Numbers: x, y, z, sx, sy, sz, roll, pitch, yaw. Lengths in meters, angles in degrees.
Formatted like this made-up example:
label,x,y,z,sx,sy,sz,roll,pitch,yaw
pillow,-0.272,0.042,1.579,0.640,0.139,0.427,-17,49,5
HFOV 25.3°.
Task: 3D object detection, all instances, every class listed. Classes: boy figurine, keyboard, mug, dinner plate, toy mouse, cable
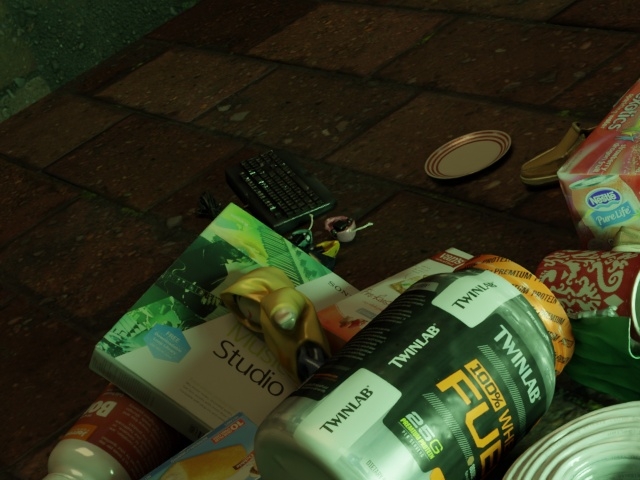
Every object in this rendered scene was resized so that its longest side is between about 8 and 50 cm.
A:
label,x,y,z,sx,sy,sz,roll,pitch,yaw
boy figurine,-0.034,0.127,1.726,0.092,0.177,0.285,-29,53,-9
keyboard,-0.107,-0.073,2.391,0.201,0.033,0.317,-29,25,-8
mug,0.351,0.069,1.674,0.169,0.150,0.113,6,75,53
dinner plate,0.231,-0.129,2.220,0.141,0.017,0.141,-20,27,11
toy mouse,0.000,0.000,2.157,0.161,0.031,0.143,-25,26,-1
cable,0.288,0.258,1.352,0.257,0.089,0.257,0,35,40

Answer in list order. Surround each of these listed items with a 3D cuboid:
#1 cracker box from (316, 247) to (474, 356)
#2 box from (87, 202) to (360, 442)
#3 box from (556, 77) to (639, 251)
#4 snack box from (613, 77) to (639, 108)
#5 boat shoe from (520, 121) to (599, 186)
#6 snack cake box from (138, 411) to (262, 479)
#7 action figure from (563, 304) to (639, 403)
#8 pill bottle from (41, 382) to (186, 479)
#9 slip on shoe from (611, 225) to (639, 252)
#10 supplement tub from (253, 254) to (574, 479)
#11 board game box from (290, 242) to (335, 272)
label,x,y,z,sx,sy,sz,roll,pitch,yaw
cracker box,0.123,0.096,1.791,0.232,0.067,0.155,-24,24,-23
box,-0.111,0.115,1.841,0.322,0.232,0.058,-50,-8,-43
box,0.455,-0.109,1.841,0.154,0.142,0.300,4,38,44
snack box,0.592,-0.258,2.099,0.187,0.060,0.322,4,38,46
boat shoe,0.371,-0.138,2.048,0.190,0.072,0.068,-21,26,8
snack cake box,-0.151,0.321,1.606,0.264,0.089,0.152,-33,24,-15
action figure,0.310,0.120,1.582,0.063,0.137,0.232,-28,16,-18
pill bottle,-0.260,0.267,1.773,0.121,0.121,0.216,-5,32,35
slip on shoe,0.417,0.014,1.707,0.135,0.051,0.041,10,79,22
supplement tub,0.109,0.175,1.531,0.338,0.207,0.207,-41,30,-28
board game box,-0.097,0.081,1.985,0.165,0.042,0.243,19,39,10
